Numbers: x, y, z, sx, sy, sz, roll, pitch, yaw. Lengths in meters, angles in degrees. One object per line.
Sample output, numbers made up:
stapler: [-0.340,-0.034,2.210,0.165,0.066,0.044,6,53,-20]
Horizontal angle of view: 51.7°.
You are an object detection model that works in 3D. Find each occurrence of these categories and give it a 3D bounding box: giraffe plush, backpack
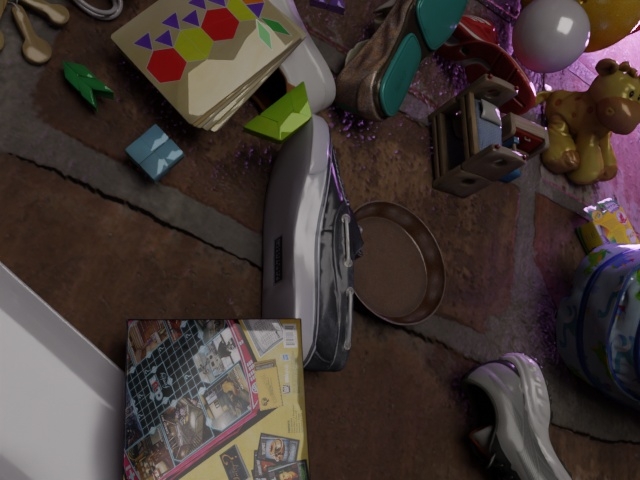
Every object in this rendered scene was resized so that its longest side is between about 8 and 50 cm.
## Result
giraffe plush: [0.482,-0.218,1.129,0.181,0.170,0.210,-9,75,-35]
backpack: [0.519,0.135,0.963,0.355,0.273,0.290,23,93,-9]

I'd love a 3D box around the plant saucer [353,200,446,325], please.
plant saucer: [0.090,0.030,0.855,0.168,0.029,0.168,13,64,-29]

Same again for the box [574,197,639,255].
box: [0.502,0.020,1.123,0.105,0.043,0.179,-17,83,-37]

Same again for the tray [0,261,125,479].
tray: [-0.258,0.141,0.578,0.270,0.030,0.145,45,52,-9]

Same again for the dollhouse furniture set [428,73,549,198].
dollhouse furniture set: [0.276,-0.137,0.986,0.183,0.129,0.129,14,63,-28]

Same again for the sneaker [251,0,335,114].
sneaker: [-0.098,-0.273,0.811,0.123,0.106,0.290,-37,94,-41]

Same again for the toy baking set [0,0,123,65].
toy baking set: [-0.330,-0.298,0.721,0.197,0.030,0.256,48,58,-14]

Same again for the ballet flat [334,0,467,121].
ballet flat: [0.109,-0.295,0.954,0.316,0.106,0.108,-55,138,-31]

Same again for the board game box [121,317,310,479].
board game box: [-0.093,0.192,0.591,0.165,0.042,0.243,2,69,-15]

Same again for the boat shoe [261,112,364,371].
boat shoe: [0.000,0.000,0.761,0.102,0.108,0.301,13,66,-29]

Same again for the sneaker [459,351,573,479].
sneaker: [0.243,0.280,0.818,0.108,0.100,0.272,-6,70,-21]

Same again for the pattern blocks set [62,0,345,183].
pattern blocks set: [-0.121,-0.228,0.750,0.324,0.026,0.285,-34,86,-14]

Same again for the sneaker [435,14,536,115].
sneaker: [0.282,-0.300,1.066,0.128,0.087,0.221,-28,73,-41]

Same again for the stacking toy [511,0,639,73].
stacking toy: [0.463,-0.440,1.117,0.350,0.350,0.480,46,57,-9]
